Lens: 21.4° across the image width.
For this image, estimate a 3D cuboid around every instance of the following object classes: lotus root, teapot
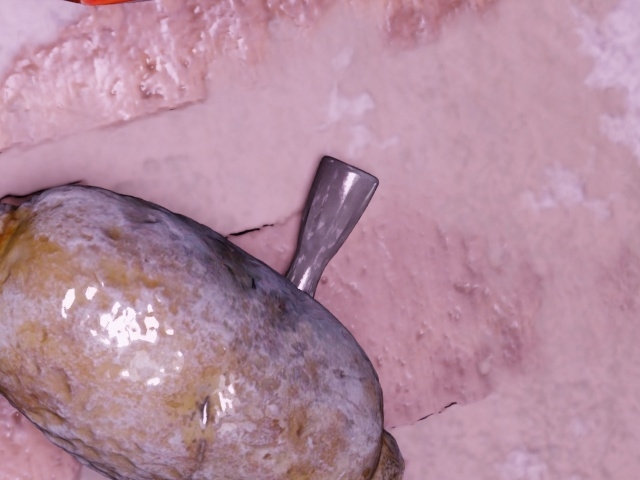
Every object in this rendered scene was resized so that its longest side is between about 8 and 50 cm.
[{"bbox_3d":[-0.078,0.080,1.073,0.349,0.175,0.175,30,89,-22],"label":"lotus root"},{"bbox_3d":[0.000,0.000,1.150,0.043,0.043,0.110,22,94,-19],"label":"teapot"}]

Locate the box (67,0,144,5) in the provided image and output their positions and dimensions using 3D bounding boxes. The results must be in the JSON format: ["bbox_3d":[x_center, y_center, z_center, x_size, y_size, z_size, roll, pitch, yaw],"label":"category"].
[{"bbox_3d":[-0.099,-0.197,1.018,0.133,0.182,0.099,-7,101,-12],"label":"box"}]
